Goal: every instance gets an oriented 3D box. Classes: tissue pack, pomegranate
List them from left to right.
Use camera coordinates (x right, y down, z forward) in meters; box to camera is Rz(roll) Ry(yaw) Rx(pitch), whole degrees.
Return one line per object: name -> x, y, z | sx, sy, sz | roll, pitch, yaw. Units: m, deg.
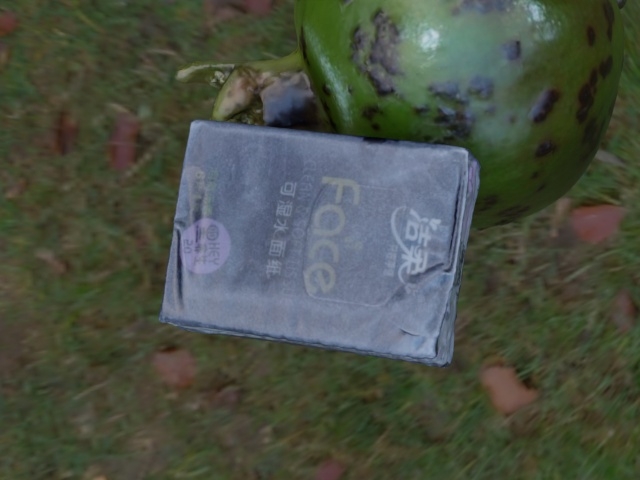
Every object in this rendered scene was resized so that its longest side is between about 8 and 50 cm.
tissue pack -> 0.000, 0.000, 0.939 | 0.156, 0.051, 0.112 | 7, 82, 17
pomegranate -> 0.051, -0.099, 1.023 | 0.263, 0.211, 0.211 | -21, 86, 0
